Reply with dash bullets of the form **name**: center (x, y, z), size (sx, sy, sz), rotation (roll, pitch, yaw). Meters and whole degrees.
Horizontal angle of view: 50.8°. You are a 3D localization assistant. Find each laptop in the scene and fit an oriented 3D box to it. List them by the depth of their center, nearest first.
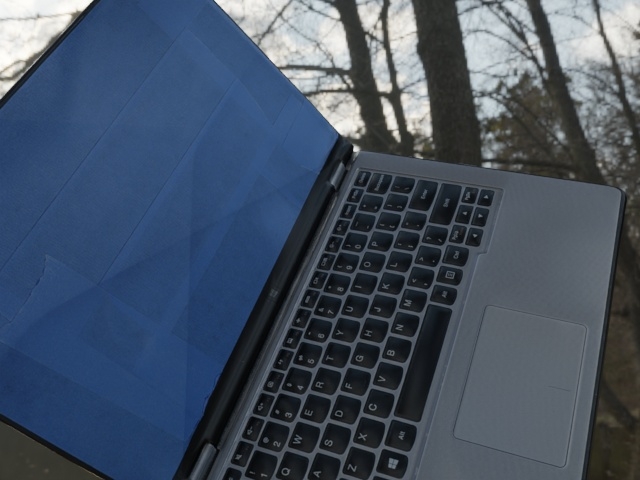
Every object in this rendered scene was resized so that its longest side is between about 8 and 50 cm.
- **laptop**: center (0.000, 0.000, 0.478), size (0.407, 0.382, 0.236), rotation (11, -35, 20)
